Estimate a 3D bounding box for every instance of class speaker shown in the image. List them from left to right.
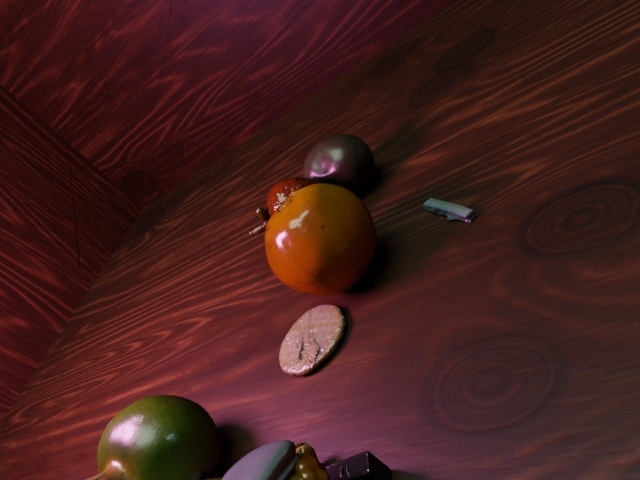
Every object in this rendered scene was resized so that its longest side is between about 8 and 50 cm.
[{"bbox_3d":[0.020,0.459,0.918,0.218,0.082,0.044,-31,30,20],"label":"speaker"}]

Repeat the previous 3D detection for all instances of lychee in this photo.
[{"bbox_3d":[-0.082,-0.077,1.617,0.301,0.255,0.255,-3,35,1],"label":"lychee"}]

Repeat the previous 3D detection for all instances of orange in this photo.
[{"bbox_3d":[0.000,0.000,1.351,0.312,0.312,0.312,-32,30,21],"label":"orange"}]

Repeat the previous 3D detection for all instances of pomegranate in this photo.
[{"bbox_3d":[-0.421,0.497,1.189,0.310,0.215,0.359,-19,-2,33],"label":"pomegranate"}]

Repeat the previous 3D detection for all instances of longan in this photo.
[{"bbox_3d":[0.066,-0.254,1.695,0.246,0.215,0.246,-48,11,13],"label":"longan"}]

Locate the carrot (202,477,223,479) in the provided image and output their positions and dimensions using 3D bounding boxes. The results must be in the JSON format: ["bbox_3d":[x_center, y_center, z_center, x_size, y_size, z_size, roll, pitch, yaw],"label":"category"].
[{"bbox_3d":[-0.271,0.553,1.083,0.060,0.186,0.060,-179,90,-67],"label":"carrot"}]

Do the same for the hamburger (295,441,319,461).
[{"bbox_3d":[-0.036,0.449,0.998,0.076,0.083,0.044,-24,6,-31],"label":"hamburger"}]

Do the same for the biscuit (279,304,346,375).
[{"bbox_3d":[-0.024,0.255,1.307,0.220,0.033,0.219,-32,29,20],"label":"biscuit"}]

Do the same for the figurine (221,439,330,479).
[{"bbox_3d":[-0.043,0.495,0.746,0.224,0.205,0.381,-58,46,20],"label":"figurine"}]

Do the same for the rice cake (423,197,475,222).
[{"bbox_3d":[0.330,-0.078,1.303,0.042,0.030,0.180,-43,27,-10],"label":"rice cake"}]
